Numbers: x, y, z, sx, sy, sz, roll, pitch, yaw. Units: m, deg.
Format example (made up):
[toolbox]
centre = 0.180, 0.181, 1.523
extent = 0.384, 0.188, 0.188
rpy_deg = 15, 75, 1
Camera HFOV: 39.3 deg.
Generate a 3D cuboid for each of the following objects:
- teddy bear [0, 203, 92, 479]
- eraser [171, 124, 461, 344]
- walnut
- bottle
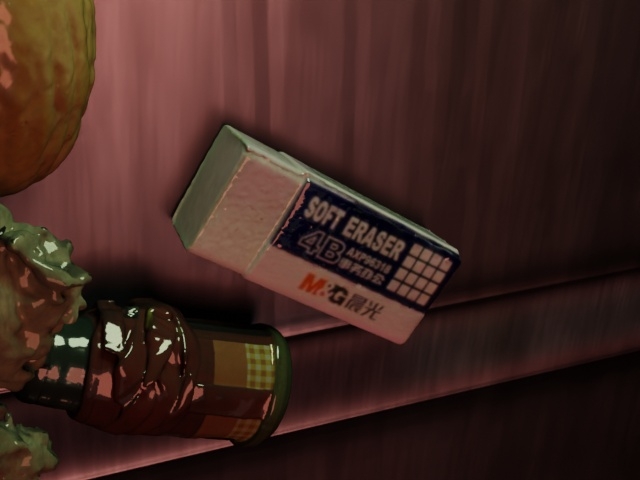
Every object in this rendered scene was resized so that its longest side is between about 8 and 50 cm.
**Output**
[teddy bear]
centre = -0.336, 0.087, 0.711
extent = 0.367, 0.224, 0.357
rpy_deg = -35, 120, 11
[eraser]
centre = 0.000, 0.000, 0.938
extent = 0.287, 0.086, 0.130
rpy_deg = 24, 103, -30
[walnut]
centre = -0.281, -0.149, 0.677
extent = 0.225, 0.225, 0.261
rpy_deg = -4, 122, -21
[bottle]
centre = -0.173, 0.128, 0.901
extent = 0.271, 0.143, 0.156
rpy_deg = 13, 153, -30
